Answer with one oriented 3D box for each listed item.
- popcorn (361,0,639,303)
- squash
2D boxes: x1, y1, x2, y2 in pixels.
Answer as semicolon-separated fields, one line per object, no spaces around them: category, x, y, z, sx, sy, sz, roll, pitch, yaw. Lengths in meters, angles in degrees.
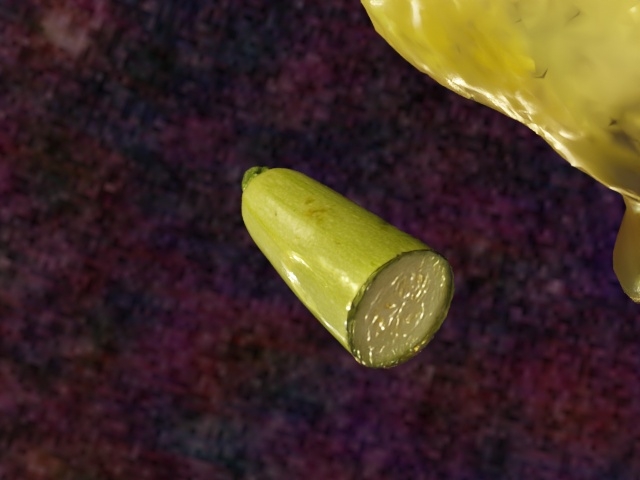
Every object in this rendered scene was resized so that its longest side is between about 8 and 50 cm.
popcorn;0.102;-0.151;0.326;0.349;0.349;0.382;8;116;14
squash;0.000;0.000;1.347;0.224;0.094;0.094;40;175;47
